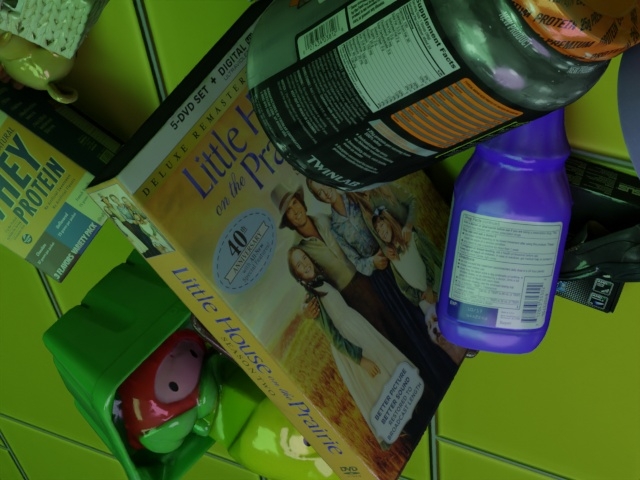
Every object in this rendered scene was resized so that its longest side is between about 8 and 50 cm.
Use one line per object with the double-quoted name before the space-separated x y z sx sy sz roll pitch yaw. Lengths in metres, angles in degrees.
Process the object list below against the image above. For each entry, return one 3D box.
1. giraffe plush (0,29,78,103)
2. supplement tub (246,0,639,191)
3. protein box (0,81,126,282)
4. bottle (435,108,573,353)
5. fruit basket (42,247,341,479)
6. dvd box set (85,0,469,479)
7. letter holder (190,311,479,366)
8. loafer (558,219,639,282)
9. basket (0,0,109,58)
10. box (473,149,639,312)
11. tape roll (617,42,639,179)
"giraffe plush" -0.342 -0.233 1.347 0.170 0.181 0.210 26 142 -35
"supplement tub" 0.105 -0.180 1.026 0.207 0.207 0.338 43 143 -20
"protein box" -0.343 -0.085 1.453 0.201 0.200 0.136 36 104 -10
"bottle" 0.186 -0.029 1.176 0.118 0.092 0.283 6 113 2
"fruit basket" -0.095 0.160 1.472 0.392 0.392 0.283 15 143 20
"dvd box set" 0.000 0.000 1.196 0.062 0.308 0.420 -14 122 47
"letter holder" 0.029 0.071 1.353 0.301 0.214 0.152 34 147 -28
"loafer" 0.280 0.009 1.218 0.170 0.062 0.061 -3 96 45
"basket" -0.252 -0.282 1.196 0.103 0.167 0.113 28 147 -9
"box" 0.247 -0.017 1.281 0.190 0.045 0.184 20 146 12
"tape roll" 0.332 -0.102 0.979 0.080 0.189 0.189 -18 124 47
